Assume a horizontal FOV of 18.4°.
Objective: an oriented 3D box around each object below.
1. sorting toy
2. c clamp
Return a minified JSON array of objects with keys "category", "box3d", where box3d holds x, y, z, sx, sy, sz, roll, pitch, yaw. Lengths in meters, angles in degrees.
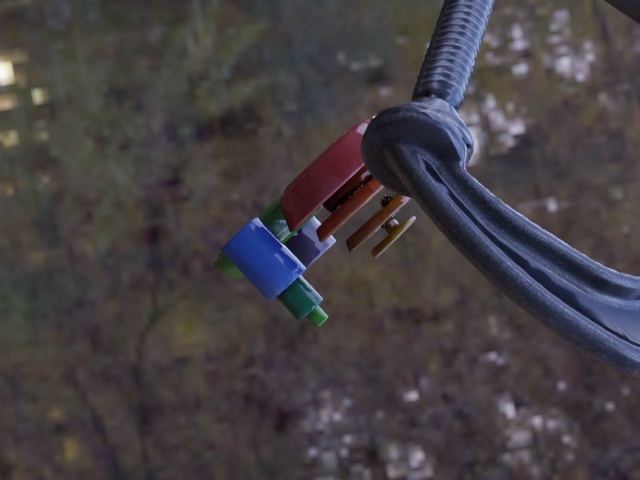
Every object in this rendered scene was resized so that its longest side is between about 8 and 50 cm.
[{"category":"sorting toy","box3d":[0.000,0.000,0.679,0.042,0.061,0.102,48,-31,0]},{"category":"c clamp","box3d":[0.048,-0.043,0.444,0.022,0.137,0.161,-46,-158,41]}]
